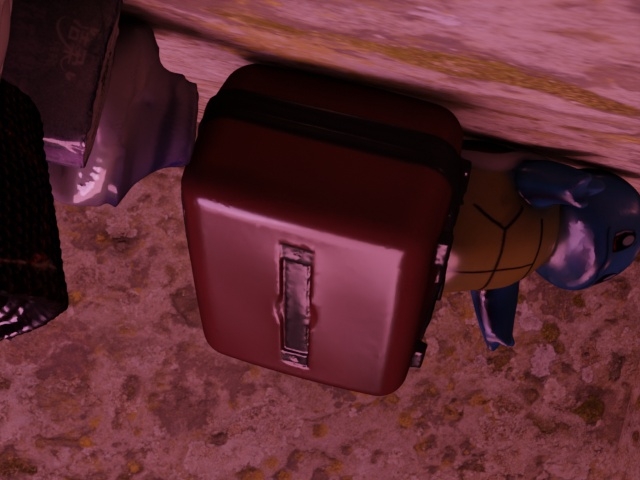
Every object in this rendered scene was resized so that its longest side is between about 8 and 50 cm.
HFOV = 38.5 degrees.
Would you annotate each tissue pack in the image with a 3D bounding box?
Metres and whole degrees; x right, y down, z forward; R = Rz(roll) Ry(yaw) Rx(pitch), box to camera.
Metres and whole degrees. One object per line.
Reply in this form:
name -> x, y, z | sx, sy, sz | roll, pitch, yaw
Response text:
tissue pack -> -0.208, -0.115, 0.562 | 0.156, 0.112, 0.051 | 12, 155, -11

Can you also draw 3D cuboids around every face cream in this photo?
face cream -> -0.293, -0.131, 0.659 | 0.420, 0.137, 0.235 | 14, -149, -11

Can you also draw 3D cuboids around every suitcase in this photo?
suitcase -> 0.000, 0.000, 0.832 | 0.236, 0.161, 0.297 | 14, 146, 9

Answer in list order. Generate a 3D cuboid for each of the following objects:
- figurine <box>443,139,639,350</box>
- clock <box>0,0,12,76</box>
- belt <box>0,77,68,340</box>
figurine -> 0.162, -0.013, 1.054 | 0.416, 0.298, 0.243 | 15, -142, 4
clock -> -0.223, -0.086, 0.285 | 0.241, 0.142, 0.227 | 3, 160, -15
belt -> -0.279, -0.006, 0.494 | 0.289, 0.164, 0.184 | -16, 168, 18
